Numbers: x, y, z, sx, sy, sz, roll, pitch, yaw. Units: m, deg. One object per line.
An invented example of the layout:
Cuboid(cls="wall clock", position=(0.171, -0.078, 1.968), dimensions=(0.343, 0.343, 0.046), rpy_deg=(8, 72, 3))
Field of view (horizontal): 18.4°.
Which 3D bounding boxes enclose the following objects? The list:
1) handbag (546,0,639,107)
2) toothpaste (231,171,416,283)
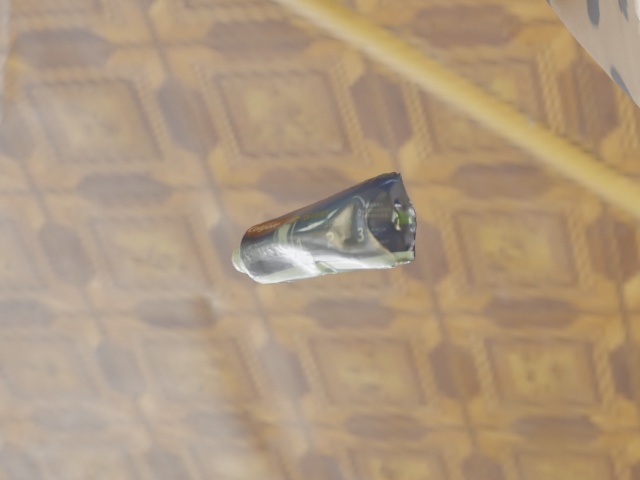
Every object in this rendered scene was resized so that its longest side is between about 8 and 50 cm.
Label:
Cuboid(cls="handbag", position=(0.146, -0.173, 0.656), dimensions=(0.190, 0.193, 0.251), rpy_deg=(-28, 128, -12))
Cuboid(cls="toothpaste", position=(0.000, 0.000, 0.565), dimensions=(0.019, 0.027, 0.083), rpy_deg=(6, 167, -35))
